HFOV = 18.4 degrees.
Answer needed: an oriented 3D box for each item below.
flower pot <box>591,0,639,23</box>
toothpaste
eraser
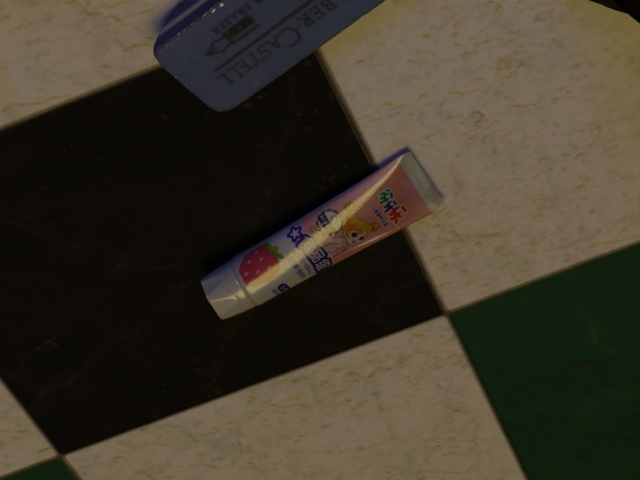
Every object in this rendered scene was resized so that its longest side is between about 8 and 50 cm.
[{"bbox_3d":[0.316,-0.226,1.239,0.379,0.251,0.379,-7,133,-8],"label":"flower pot"},{"bbox_3d":[0.000,0.000,1.536,0.194,0.043,0.067,-30,130,9],"label":"toothpaste"},{"bbox_3d":[-0.009,-0.178,1.359,0.225,0.036,0.082,-33,130,20],"label":"eraser"}]
